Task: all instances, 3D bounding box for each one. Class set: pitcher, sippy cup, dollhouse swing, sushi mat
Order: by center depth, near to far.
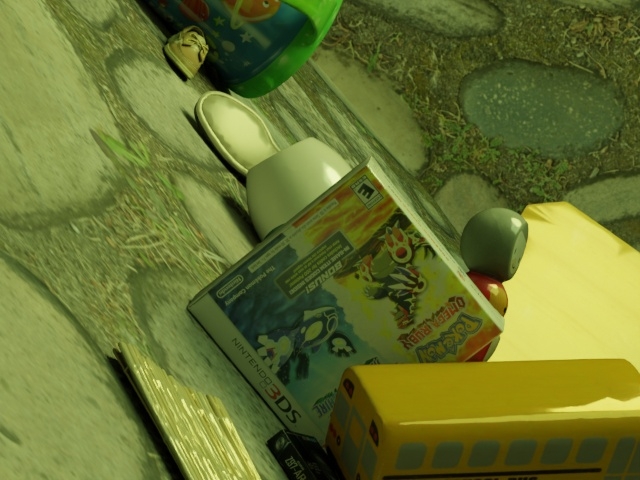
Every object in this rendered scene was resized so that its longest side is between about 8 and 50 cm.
[{"bbox_3d":[-0.043,0.209,1.369,0.151,0.019,0.316,37,17,-55],"label":"sushi mat"},{"bbox_3d":[0.000,0.000,2.157,0.207,0.125,0.178,62,-11,1],"label":"pitcher"},{"bbox_3d":[0.301,0.187,2.275,0.305,0.347,0.315,25,-37,13],"label":"dollhouse swing"},{"bbox_3d":[-0.122,-0.342,2.582,0.224,0.305,0.240,34,44,-26],"label":"sippy cup"}]

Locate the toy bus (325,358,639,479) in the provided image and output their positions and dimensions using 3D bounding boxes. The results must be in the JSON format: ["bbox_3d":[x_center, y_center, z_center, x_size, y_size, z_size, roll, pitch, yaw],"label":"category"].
[{"bbox_3d":[0.176,0.175,1.661,0.332,0.130,0.108,0,32,-22],"label":"toy bus"}]

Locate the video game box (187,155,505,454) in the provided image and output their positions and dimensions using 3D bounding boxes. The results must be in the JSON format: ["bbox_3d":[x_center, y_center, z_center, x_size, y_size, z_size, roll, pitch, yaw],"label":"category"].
[{"bbox_3d":[0.022,0.064,1.678,0.187,0.205,0.048,50,13,-7],"label":"video game box"}]

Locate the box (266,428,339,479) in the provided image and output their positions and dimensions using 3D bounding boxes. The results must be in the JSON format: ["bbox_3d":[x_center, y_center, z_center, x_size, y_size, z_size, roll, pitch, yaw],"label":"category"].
[{"bbox_3d":[-0.007,0.190,1.620,0.067,0.018,0.083,54,9,20],"label":"box"}]

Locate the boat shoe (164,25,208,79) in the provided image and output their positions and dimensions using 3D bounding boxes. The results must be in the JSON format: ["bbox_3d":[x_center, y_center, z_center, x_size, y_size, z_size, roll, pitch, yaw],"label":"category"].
[{"bbox_3d":[-0.165,-0.241,2.460,0.050,0.045,0.135,48,10,-21],"label":"boat shoe"}]

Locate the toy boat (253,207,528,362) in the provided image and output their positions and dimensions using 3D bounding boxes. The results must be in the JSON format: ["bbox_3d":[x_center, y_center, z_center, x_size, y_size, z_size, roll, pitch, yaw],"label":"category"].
[{"bbox_3d":[0.093,0.042,1.875,0.267,0.148,0.318,24,-10,-24],"label":"toy boat"}]

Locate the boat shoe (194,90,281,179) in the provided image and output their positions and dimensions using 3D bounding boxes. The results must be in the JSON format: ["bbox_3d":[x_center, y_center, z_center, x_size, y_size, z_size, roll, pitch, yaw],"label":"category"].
[{"bbox_3d":[-0.081,-0.092,2.314,0.206,0.075,0.065,43,-32,-20],"label":"boat shoe"}]
